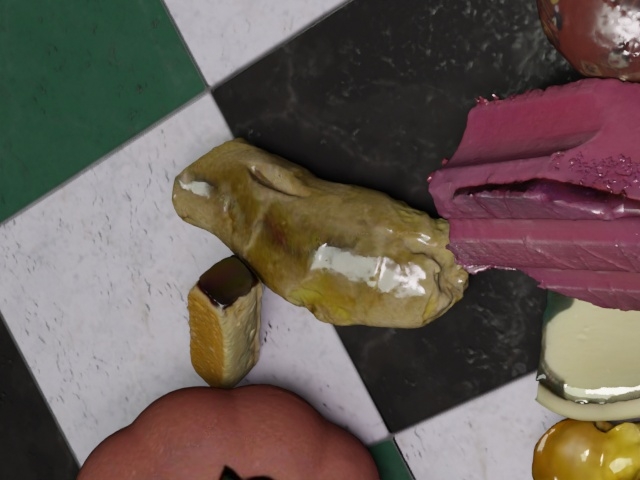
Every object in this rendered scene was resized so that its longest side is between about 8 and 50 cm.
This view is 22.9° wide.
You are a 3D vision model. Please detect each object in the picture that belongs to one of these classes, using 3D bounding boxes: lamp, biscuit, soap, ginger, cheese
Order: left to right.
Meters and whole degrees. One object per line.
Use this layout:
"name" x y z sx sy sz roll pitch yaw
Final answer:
"lamp" -0.085 0.274 1.389 0.305 0.239 0.305 0 91 -14
"biscuit" -0.081 0.076 1.389 0.052 0.056 0.188 41 157 15
"ginger" 0.000 0.000 1.343 0.263 0.109 0.116 26 118 22
"soap" 0.200 -0.026 1.171 0.182 0.112 0.289 40 157 -27
"lamp" 0.235 -0.174 1.154 0.156 0.135 0.157 -12 72 -3
"cheese" 0.295 0.082 1.216 0.251 0.054 0.127 2 65 17

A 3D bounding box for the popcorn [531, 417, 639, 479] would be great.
"popcorn" 0.273 0.283 1.214 0.265 0.225 0.332 -53 53 17
